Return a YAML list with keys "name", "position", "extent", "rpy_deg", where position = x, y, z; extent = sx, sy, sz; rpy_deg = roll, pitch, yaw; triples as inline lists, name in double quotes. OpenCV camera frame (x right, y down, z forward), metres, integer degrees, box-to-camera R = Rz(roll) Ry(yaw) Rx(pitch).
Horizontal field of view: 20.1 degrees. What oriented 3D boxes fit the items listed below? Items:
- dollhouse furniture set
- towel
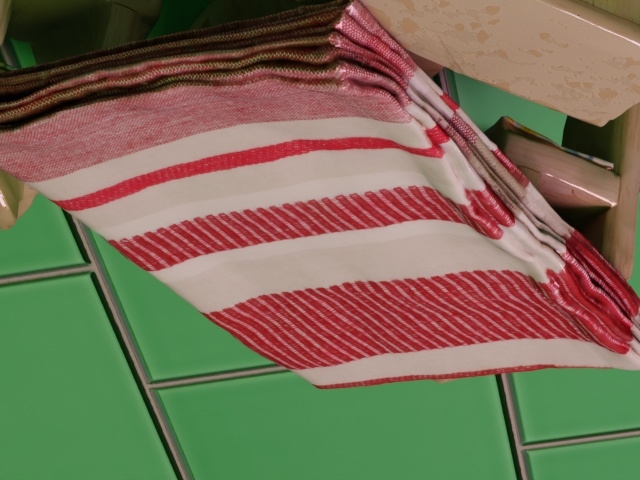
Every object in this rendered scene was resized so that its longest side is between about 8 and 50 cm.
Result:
- name: "dollhouse furniture set"
  position: [0.018, -0.143, 0.929]
  extent: [0.362, 0.256, 0.394]
  rpy_deg: [20, 153, -19]
- name: "towel"
  position: [0.000, 0.000, 0.892]
  extent: [0.237, 0.037, 0.329]
  rpy_deg: [-7, 149, 34]
